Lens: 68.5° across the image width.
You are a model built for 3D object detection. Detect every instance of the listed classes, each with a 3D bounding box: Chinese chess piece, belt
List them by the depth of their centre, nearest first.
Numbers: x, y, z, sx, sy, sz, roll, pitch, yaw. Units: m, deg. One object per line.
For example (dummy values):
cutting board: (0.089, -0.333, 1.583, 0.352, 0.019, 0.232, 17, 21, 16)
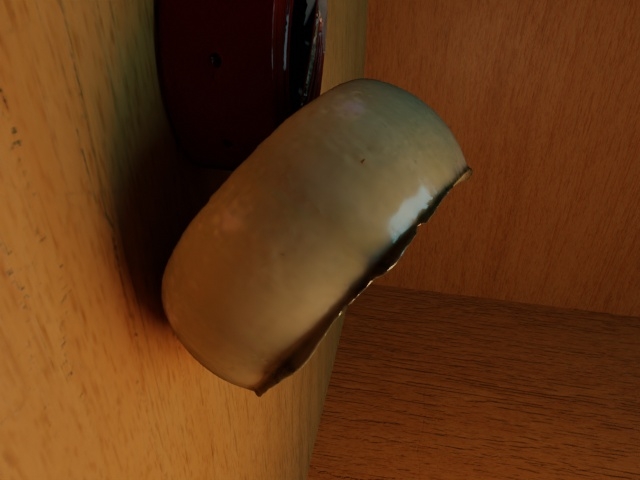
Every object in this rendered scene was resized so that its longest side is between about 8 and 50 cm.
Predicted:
Chinese chess piece: (0.000, 0.000, 0.488, 0.338, 0.140, 0.338, -46, 175, -6)
belt: (-0.063, -0.233, 0.489, 0.227, 0.115, 0.325, -11, 107, -81)
